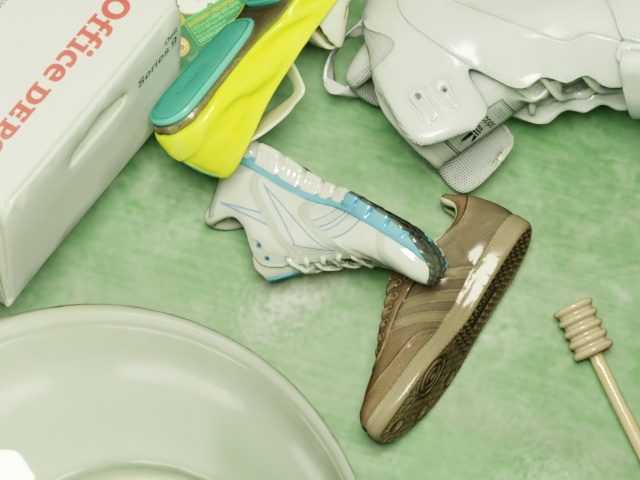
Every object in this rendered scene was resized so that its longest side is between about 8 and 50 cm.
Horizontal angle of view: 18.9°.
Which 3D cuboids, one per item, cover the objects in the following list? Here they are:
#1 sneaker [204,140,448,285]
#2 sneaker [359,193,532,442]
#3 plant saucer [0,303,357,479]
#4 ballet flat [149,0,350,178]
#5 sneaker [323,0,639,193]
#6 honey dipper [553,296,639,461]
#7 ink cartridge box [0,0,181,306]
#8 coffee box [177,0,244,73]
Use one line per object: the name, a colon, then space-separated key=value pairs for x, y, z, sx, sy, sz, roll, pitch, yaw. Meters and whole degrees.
sneaker: x=0.000 y=0.000 z=1.301 sx=0.191 sy=0.071 sz=0.083 roll=27 pitch=88 yaw=33
sneaker: x=0.070 y=0.051 z=1.315 sx=0.071 sy=0.066 sz=0.188 roll=29 pitch=70 yaw=22
plant saucer: x=-0.127 y=0.239 z=1.146 sx=0.400 sy=0.100 sz=0.400 roll=-1 pitch=92 yaw=-25
ballet flat: x=-0.027 y=-0.139 z=1.301 sx=0.077 sy=0.077 sz=0.231 roll=43 pitch=73 yaw=-28
sneaker: x=0.177 y=-0.109 z=1.288 sx=0.366 sy=0.137 sz=0.210 roll=33 pitch=87 yaw=24
honey dipper: x=0.206 y=0.117 z=1.313 sx=0.030 sy=0.030 sz=0.160 roll=-22 pitch=80 yaw=-8
ink cartridge box: x=-0.264 y=-0.120 z=1.263 sx=0.289 sy=0.121 sz=0.211 roll=29 pitch=63 yaw=14
coffee box: x=-0.109 y=-0.197 z=1.372 sx=0.113 sy=0.040 sz=0.184 roll=-34 pitch=80 yaw=-11
